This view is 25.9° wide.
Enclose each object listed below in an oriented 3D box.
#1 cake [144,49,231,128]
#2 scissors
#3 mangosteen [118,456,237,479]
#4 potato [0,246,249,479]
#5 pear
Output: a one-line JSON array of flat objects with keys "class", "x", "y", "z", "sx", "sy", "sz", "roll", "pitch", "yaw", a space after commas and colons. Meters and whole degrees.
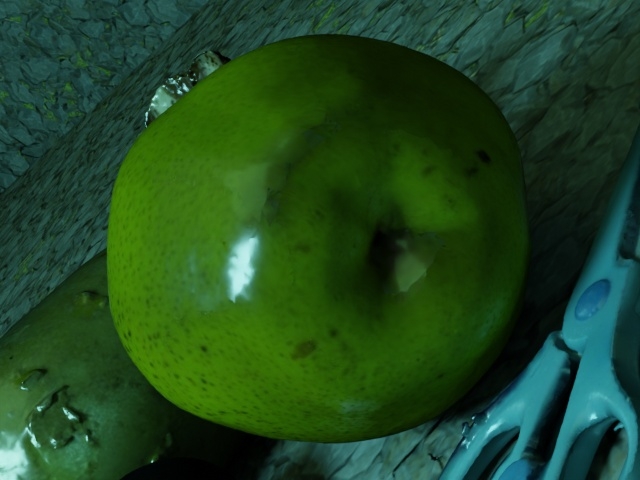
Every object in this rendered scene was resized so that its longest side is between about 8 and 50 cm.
[{"class": "cake", "x": -0.019, "y": -0.052, "z": 1.136, "sx": 0.112, "sy": 0.246, "sz": 0.135, "roll": -39, "pitch": 2, "yaw": 33}, {"class": "scissors", "x": 0.161, "y": 0.049, "z": 0.817, "sx": 0.180, "sy": 0.032, "sz": 0.393, "roll": -26, "pitch": 31, "yaw": 52}, {"class": "mangosteen", "x": -0.102, "y": 0.223, "z": 0.984, "sx": 0.137, "sy": 0.137, "sz": 0.151, "roll": -54, "pitch": -15, "yaw": -11}, {"class": "potato", "x": -0.170, "y": 0.135, "z": 1.137, "sx": 0.359, "sy": 0.219, "sz": 0.270, "roll": -52, "pitch": 6, "yaw": -12}, {"class": "pear", "x": 0.000, "y": 0.000, "z": 0.920, "sx": 0.294, "sy": 0.294, "sz": 0.294, "roll": -44, "pitch": 19, "yaw": 19}]
